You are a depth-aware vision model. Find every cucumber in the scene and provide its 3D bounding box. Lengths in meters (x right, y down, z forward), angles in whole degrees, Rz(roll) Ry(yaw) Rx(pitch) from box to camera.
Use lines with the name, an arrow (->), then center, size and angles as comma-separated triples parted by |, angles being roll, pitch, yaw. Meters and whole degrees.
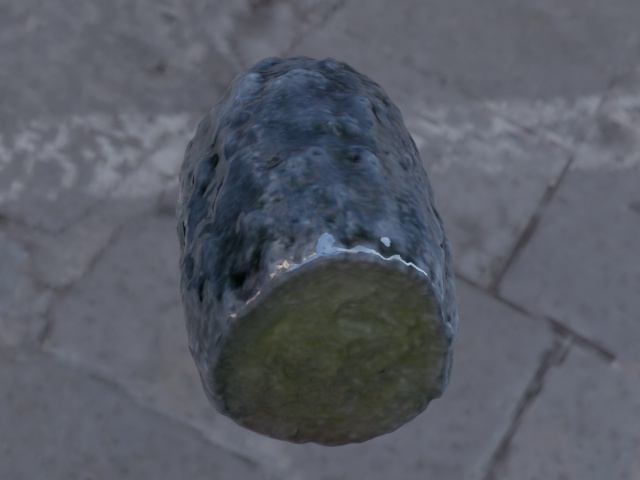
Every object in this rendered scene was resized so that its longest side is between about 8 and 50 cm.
cucumber -> 0.000, 0.000, 0.409 | 0.064, 0.064, 0.112 | 16, 18, -11
